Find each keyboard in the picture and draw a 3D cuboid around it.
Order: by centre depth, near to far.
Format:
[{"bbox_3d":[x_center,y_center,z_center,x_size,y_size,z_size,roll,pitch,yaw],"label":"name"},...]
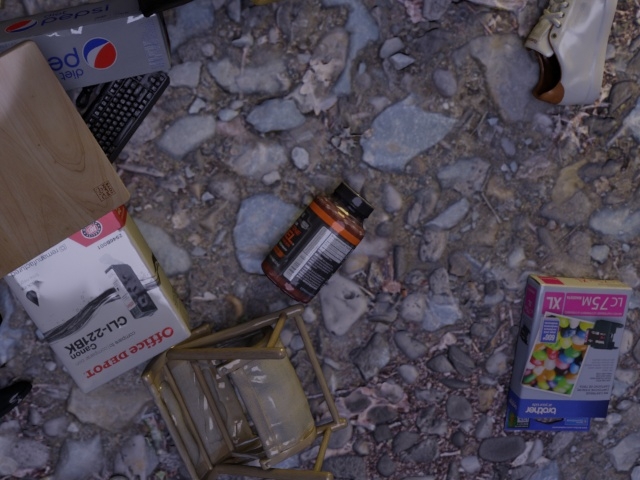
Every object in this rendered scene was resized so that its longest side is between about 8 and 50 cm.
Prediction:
[{"bbox_3d":[-0.325,-0.208,1.317,0.108,0.023,0.180,35,96,-18],"label":"keyboard"}]

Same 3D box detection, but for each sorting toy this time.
[{"bbox_3d":[-0.442,-0.106,1.171,0.255,0.089,0.257,-33,121,-11],"label":"sorting toy"}]

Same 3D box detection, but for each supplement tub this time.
[{"bbox_3d":[0.000,0.000,1.400,0.106,0.106,0.198,38,95,-19],"label":"supplement tub"}]

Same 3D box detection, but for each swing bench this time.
[{"bbox_3d":[-0.121,0.270,1.415,0.254,0.165,0.253,-13,110,17],"label":"swing bench"}]

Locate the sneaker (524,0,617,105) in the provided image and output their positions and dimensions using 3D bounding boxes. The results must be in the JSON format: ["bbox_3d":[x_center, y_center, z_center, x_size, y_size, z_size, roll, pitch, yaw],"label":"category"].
[{"bbox_3d":[0.398,-0.360,1.376,0.123,0.106,0.290,-5,108,-13],"label":"sneaker"}]

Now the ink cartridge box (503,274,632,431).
[{"bbox_3d":[0.454,0.223,1.581,0.185,0.065,0.311,3,107,-12],"label":"ink cartridge box"}]

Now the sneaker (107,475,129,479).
[{"bbox_3d":[-0.378,0.483,1.470,0.058,0.084,0.152,39,95,-19],"label":"sneaker"}]

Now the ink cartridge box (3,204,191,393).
[{"bbox_3d":[-0.353,0.073,1.342,0.197,0.114,0.273,-29,110,-3],"label":"ink cartridge box"}]

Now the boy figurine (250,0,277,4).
[{"bbox_3d":[-0.020,-0.476,1.268,0.177,0.092,0.285,40,91,-21],"label":"boy figurine"}]

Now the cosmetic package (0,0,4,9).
[{"bbox_3d":[-0.510,-0.374,1.221,0.115,0.041,0.060,10,104,-14],"label":"cosmetic package"}]

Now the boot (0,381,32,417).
[{"bbox_3d":[-0.547,0.245,1.392,0.121,0.045,0.099,-38,106,2],"label":"boot"}]

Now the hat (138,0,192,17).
[{"bbox_3d":[-0.120,-0.408,1.165,0.134,0.331,0.331,31,98,-37],"label":"hat"}]

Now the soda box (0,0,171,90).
[{"bbox_3d":[-0.363,-0.276,1.228,0.286,0.098,0.091,-13,125,-3],"label":"soda box"}]

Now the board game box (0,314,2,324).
[{"bbox_3d":[-0.543,0.032,1.282,0.030,0.136,0.260,-15,107,-3],"label":"board game box"}]
